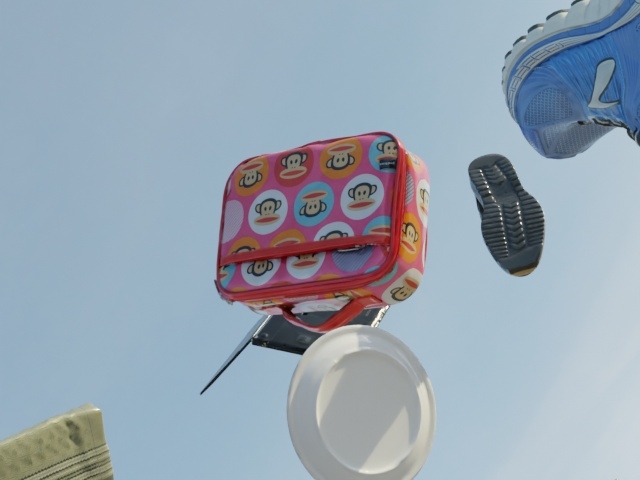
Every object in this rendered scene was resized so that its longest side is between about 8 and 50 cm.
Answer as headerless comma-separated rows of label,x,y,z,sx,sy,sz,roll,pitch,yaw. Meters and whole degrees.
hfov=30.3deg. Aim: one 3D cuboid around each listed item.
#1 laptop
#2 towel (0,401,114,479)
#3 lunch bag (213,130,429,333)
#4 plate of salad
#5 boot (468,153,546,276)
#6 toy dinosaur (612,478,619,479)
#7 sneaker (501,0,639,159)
laptop,-0.034,0.166,1.921,0.234,0.264,0.136,-52,-33,-56
towel,-0.339,0.367,1.261,0.324,0.056,0.312,-18,-79,-45
lunch bag,0.000,0.000,1.590,0.293,0.258,0.120,-9,-26,30
plate of salad,0.045,0.197,1.354,0.200,0.199,0.048,-16,-2,-31
boot,0.237,0.004,1.439,0.077,0.198,0.137,-12,-48,7
toy dinosaur,0.379,0.343,1.345,0.053,0.183,0.092,13,-47,-13
sneaker,0.240,-0.116,0.889,0.130,0.147,0.330,-11,-11,-16
